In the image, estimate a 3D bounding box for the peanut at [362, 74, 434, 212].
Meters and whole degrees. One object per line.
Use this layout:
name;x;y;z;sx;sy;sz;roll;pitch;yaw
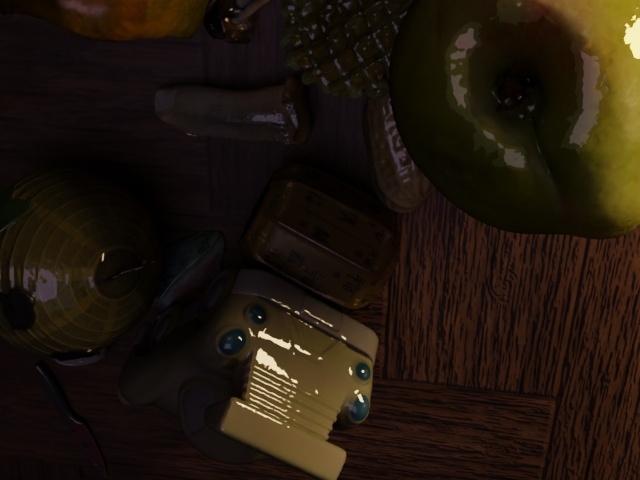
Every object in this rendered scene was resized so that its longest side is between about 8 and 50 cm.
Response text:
peanut;0.097;-0.121;1.003;0.083;0.093;0.194;-16;119;-15

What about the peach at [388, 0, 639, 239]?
peach;0.211;-0.153;0.837;0.281;0.316;0.314;-7;110;15

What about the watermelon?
watermelon;-0.197;0.057;1.179;0.094;0.081;0.180;20;129;-30

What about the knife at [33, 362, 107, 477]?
knife;-0.400;0.296;1.361;0.035;0.018;0.247;-16;116;15

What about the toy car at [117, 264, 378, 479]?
toy car;-0.104;0.198;1.070;0.242;0.226;0.336;30;144;-23

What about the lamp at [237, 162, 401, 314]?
lamp;0.000;0.000;1.052;0.185;0.161;0.161;26;119;-9

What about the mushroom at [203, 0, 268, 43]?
mushroom;-0.060;-0.293;0.957;0.187;0.060;0.061;-33;152;26

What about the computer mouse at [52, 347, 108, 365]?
computer mouse;-0.368;0.156;1.267;0.096;0.039;0.066;-6;117;5

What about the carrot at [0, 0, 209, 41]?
carrot;-0.207;-0.358;0.853;0.241;0.241;0.341;21;122;-1

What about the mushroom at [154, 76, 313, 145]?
mushroom;-0.111;-0.163;1.037;0.209;0.071;0.084;4;113;12

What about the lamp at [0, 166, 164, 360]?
lamp;-0.303;0.032;1.058;0.284;0.250;0.250;5;123;42

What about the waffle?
waffle;0.030;-0.254;0.945;0.169;0.036;0.184;22;109;24
